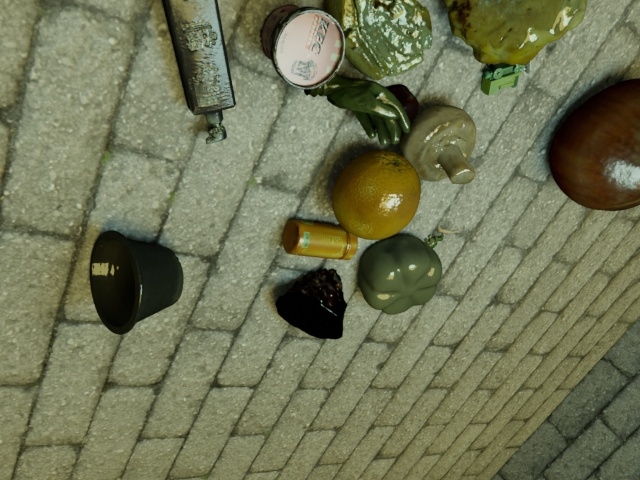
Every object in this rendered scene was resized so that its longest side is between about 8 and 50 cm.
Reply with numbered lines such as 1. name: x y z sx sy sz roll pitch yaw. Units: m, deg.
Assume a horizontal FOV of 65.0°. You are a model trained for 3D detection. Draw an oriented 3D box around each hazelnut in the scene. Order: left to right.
1. hazelnut: 0.905 -0.267 1.490 0.409 0.359 0.359 -40 133 18

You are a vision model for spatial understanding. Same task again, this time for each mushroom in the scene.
1. mushroom: 0.316 -0.228 1.283 0.207 0.215 0.207 -14 139 -13

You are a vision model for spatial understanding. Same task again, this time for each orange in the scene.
1. orange: 0.141 -0.113 1.276 0.236 0.236 0.236 -14 130 -17

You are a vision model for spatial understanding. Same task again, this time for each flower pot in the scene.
1. flower pot: -0.418 0.092 1.175 0.148 0.235 0.235 -4 129 -48

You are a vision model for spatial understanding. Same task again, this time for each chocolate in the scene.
1. chocolate: -0.006 0.163 1.497 0.224 0.206 0.177 80 29 -50
2. chocolate: 0.170 -0.307 1.238 0.149 0.080 0.125 -15 130 -18

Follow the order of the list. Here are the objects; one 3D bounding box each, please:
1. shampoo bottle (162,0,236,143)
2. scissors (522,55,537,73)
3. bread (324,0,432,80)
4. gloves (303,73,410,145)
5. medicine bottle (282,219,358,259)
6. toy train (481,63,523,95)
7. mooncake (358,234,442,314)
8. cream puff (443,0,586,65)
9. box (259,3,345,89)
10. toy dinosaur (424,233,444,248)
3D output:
1. shampoo bottle: -0.233 -0.344 1.010 0.098 0.071 0.309 -19 133 -17
2. scissors: 0.532 -0.542 1.274 0.118 0.030 0.242 -21 129 -10
3. bread: 0.114 -0.460 1.061 0.257 0.124 0.186 30 108 -38
4. gloves: 0.089 -0.313 1.134 0.268 0.135 0.107 30 94 -15
5. medicine bottle: 0.000 0.000 1.376 0.192 0.096 0.096 6 121 -31
6. toy train: 0.479 -0.432 1.320 0.122 0.050 0.081 -19 136 -14
7. mooncake: 0.249 0.115 1.557 0.275 0.135 0.275 -11 134 -11
8. cream puff: 0.446 -0.547 1.098 0.257 0.291 0.324 -19 123 -53
9. box: -0.046 -0.401 1.018 0.151 0.135 0.151 -16 130 -20
10. toy dinosaur: 0.350 0.020 1.621 0.119 0.029 0.060 -46 143 12
